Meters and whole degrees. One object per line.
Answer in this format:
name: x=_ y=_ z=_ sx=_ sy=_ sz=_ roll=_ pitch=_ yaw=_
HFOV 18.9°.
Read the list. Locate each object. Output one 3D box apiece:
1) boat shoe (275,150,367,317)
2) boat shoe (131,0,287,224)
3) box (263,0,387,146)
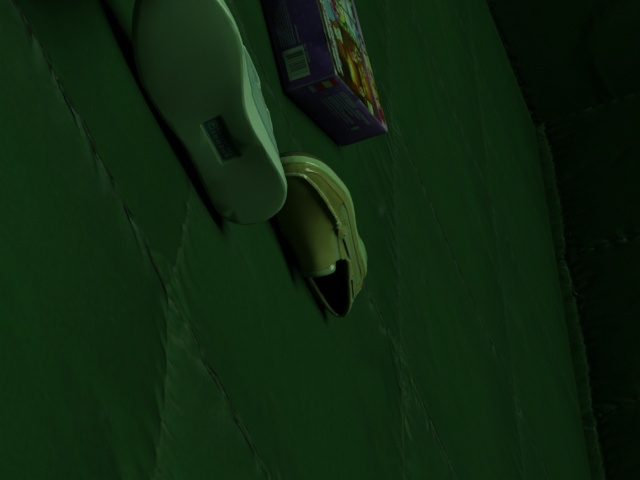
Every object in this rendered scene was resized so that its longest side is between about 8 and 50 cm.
boat shoe: x=0.000 y=0.000 z=1.660 sx=0.190 sy=0.068 sz=0.072 roll=58 pitch=30 yaw=-49
boat shoe: x=-0.086 y=-0.116 z=1.437 sx=0.081 sy=0.079 sz=0.227 roll=-107 pitch=176 yaw=-53
box: x=-0.014 y=-0.262 z=1.967 sx=0.201 sy=0.057 sz=0.293 roll=39 pitch=35 yaw=-69
